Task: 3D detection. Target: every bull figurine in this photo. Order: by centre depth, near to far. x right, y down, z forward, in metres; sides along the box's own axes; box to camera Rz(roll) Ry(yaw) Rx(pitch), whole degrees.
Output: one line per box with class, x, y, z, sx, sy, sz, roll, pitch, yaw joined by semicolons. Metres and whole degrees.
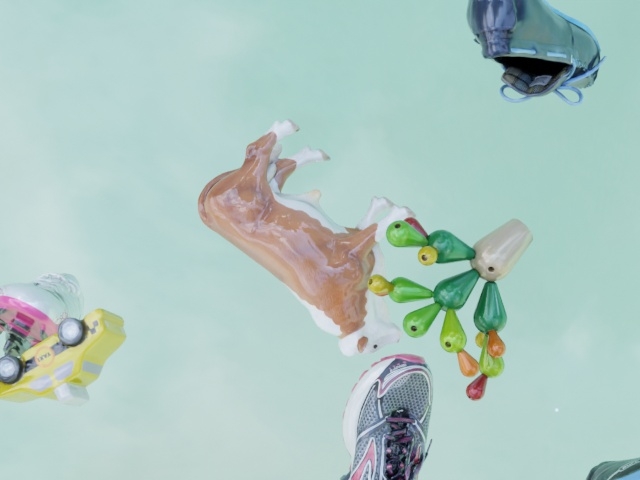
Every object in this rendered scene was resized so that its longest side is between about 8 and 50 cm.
bull figurine;0.000;0.000;1.634;0.310;0.101;0.188;37;88;0

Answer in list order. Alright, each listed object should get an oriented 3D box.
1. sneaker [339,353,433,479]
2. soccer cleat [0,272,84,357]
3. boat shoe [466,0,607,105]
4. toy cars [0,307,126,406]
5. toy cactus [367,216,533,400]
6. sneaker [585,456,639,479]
sneaker;0.090;0.288;1.663;0.120;0.112;0.299;9;98;-26
soccer cleat;-0.401;0.092;1.903;0.116;0.331;0.143;28;70;-2
boat shoe;0.208;-0.184;1.340;0.109;0.258;0.089;-6;77;36
toy cars;-0.409;0.192;1.621;0.393;0.176;0.087;-17;68;-33
toy cactus;0.157;0.048;1.447;0.180;0.112;0.219;-41;99;-17
sneaker;0.203;0.136;0.629;0.188;0.078;0.067;21;84;-27
